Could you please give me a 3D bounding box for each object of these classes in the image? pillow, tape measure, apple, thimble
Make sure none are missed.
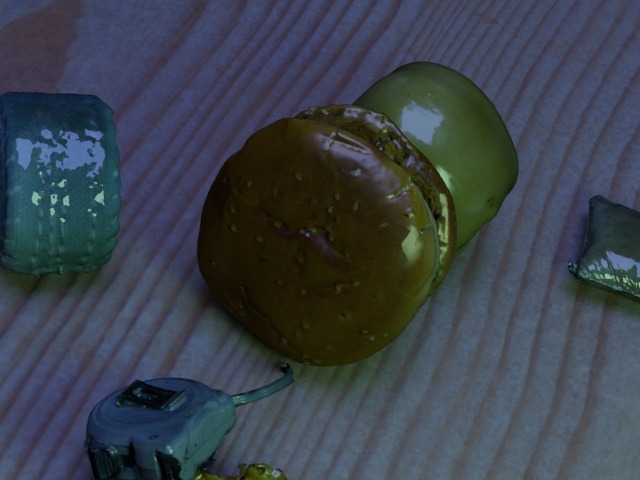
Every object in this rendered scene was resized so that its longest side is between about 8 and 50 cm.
[{"bbox_3d":[0.493,0.038,1.863,0.302,0.075,0.185,20,43,3],"label":"pillow"},{"bbox_3d":[-0.138,0.170,1.516,0.164,0.084,0.330,7,23,21],"label":"tape measure"},{"bbox_3d":[0.129,-0.104,1.777,0.262,0.262,0.262,8,45,-8],"label":"apple"},{"bbox_3d":[-0.327,-0.067,1.668,0.143,0.198,0.235,1,74,-17],"label":"thimble"}]

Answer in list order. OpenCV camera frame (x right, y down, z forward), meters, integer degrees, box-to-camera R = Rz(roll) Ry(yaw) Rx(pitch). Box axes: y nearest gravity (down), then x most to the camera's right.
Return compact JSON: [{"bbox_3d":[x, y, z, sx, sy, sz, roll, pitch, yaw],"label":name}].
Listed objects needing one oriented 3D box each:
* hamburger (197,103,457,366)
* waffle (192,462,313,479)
[{"bbox_3d":[0.000,0.000,1.618,0.290,0.314,0.170,39,29,7],"label":"hamburger"},{"bbox_3d":[-0.114,0.382,1.348,0.382,0.095,0.379,-5,47,-16],"label":"waffle"}]
